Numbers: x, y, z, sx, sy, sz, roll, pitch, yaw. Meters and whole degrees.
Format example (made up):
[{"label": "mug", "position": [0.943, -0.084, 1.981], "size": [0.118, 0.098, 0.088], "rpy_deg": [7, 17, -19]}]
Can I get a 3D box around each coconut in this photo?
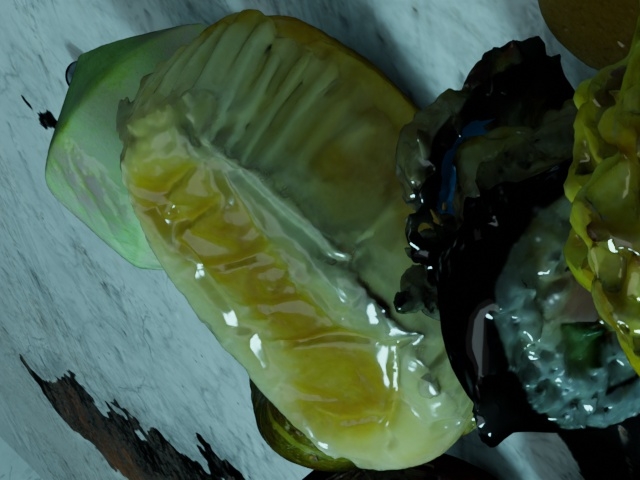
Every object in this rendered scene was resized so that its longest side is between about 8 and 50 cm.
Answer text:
[{"label": "coconut", "position": [-0.147, -0.089, 1.726], "size": [0.236, 0.204, 0.236], "rpy_deg": [35, 146, 29]}]

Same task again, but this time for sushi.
[{"label": "sushi", "position": [0.147, -0.004, 1.222], "size": [0.219, 0.225, 0.238], "rpy_deg": [52, 157, 41]}]

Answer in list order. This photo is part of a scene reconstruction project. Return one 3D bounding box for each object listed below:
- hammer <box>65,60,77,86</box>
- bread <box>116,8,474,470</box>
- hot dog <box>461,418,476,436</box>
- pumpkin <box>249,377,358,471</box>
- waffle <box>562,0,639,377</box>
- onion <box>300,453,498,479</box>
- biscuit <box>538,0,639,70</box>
[{"label": "hammer", "position": [-0.132, -0.064, 1.984], "size": [0.427, 0.044, 0.152], "rpy_deg": [44, 160, 22]}, {"label": "bread", "position": [0.010, -0.002, 1.515], "size": [0.236, 0.183, 0.389], "rpy_deg": [-20, 112, 40]}, {"label": "hot dog", "position": [0.126, 0.115, 1.709], "size": [0.078, 0.061, 0.169], "rpy_deg": [34, 155, 37]}, {"label": "pumpkin", "position": [0.021, 0.115, 1.774], "size": [0.219, 0.162, 0.219], "rpy_deg": [-172, 90, -73]}, {"label": "waffle", "position": [0.270, -0.003, 0.947], "size": [0.324, 0.261, 0.151], "rpy_deg": [55, -177, -2]}, {"label": "onion", "position": [0.079, 0.342, 1.897], "size": [0.273, 0.273, 0.285], "rpy_deg": [28, 140, 47]}, {"label": "biscuit", "position": [0.222, -0.127, 1.121], "size": [0.240, 0.035, 0.158], "rpy_deg": [25, 147, 49]}]
